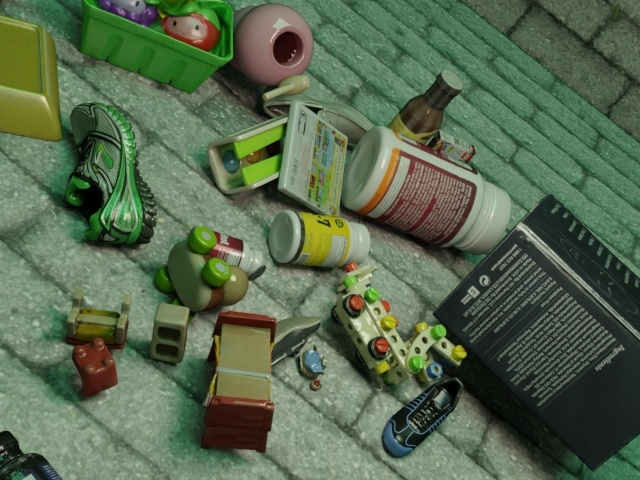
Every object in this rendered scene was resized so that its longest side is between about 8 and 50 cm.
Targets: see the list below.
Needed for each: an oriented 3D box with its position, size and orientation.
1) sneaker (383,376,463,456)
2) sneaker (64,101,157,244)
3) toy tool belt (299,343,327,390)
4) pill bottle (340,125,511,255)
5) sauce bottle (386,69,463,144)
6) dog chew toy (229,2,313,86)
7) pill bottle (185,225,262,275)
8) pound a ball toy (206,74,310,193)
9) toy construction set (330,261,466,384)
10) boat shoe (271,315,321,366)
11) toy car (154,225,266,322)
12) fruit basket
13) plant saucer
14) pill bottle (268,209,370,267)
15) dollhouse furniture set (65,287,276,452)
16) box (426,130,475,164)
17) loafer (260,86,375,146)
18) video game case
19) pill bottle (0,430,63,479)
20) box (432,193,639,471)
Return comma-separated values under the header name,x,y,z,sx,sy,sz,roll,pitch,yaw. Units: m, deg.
name,x,y,z,sx,sy,sz,roll,pitch,yaw
sneaker,0.214,0.353,1.734,0.081,0.090,0.232,46,39,9
sneaker,-0.442,-0.145,1.687,0.146,0.134,0.343,-2,54,-38
toy tool belt,-0.011,0.253,1.690,0.052,0.051,0.083,6,49,-33
pill bottle,0.268,-0.116,2.129,0.392,0.224,0.224,22,41,-19
sauce bottle,0.242,-0.295,2.190,0.111,0.344,0.111,20,44,-21
dog chew toy,-0.159,-0.515,2.177,0.207,0.206,0.332,6,15,-33
pill bottle,-0.201,0.030,1.737,0.152,0.086,0.086,19,43,-23
pound a ball toy,-0.137,-0.255,2.000,0.319,0.136,0.208,-33,110,-50
toy construction set,0.142,0.173,1.807,0.215,0.151,0.327,-24,65,-37
boat shoe,-0.069,0.204,1.706,0.206,0.075,0.065,-20,109,-52
toy car,-0.198,0.072,1.658,0.188,0.155,0.149,5,49,-47
fruit basket,-0.365,-0.585,1.997,0.392,0.392,0.283,18,43,-23
plant saucer,-0.702,-0.377,1.760,0.333,0.081,0.332,9,46,-31
pill bottle,0.000,0.000,1.894,0.208,0.119,0.119,7,48,-33
dollhouse furniture set,-0.265,0.230,1.478,0.374,0.152,0.201,8,45,-8
box,0.305,-0.193,2.245,0.114,0.207,0.036,20,42,-21
loafer,-0.006,-0.314,2.210,0.319,0.112,0.111,19,42,-9
video game case,-0.015,-0.187,2.014,0.206,0.026,0.227,29,61,-46
pill bottle,-0.415,0.383,1.198,0.219,0.123,0.123,46,40,11
box,0.568,0.180,1.928,0.472,0.297,0.480,44,23,10
